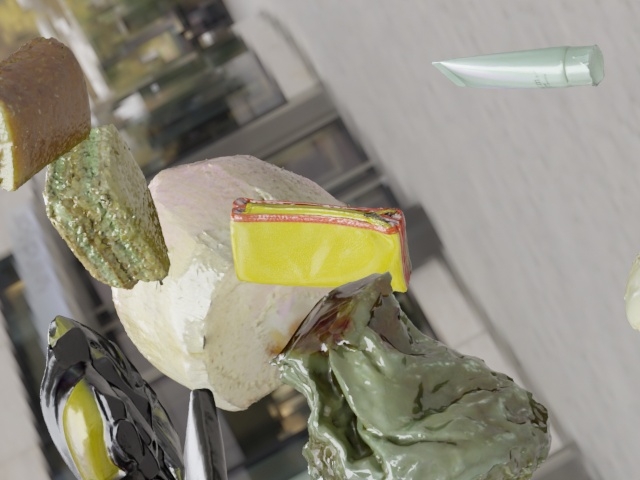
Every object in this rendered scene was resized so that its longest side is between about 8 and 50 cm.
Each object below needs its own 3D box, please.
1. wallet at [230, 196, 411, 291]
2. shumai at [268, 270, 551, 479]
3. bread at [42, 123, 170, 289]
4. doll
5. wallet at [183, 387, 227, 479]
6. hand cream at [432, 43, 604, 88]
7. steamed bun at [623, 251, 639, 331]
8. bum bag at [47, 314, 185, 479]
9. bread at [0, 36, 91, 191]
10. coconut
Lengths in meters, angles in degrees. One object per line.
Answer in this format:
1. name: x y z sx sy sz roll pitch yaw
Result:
1. wallet: 0.000 0.000 2.172 0.141 0.241 0.067 82 -163 -47
2. shumai: 0.075 0.153 1.441 0.261 0.225 0.222 74 173 -65
3. bread: -0.272 -0.036 2.059 0.196 0.102 0.138 61 -163 -46
4. doll: -0.165 0.190 1.346 0.088 0.127 0.249 -41 -69 -49
5. wallet: -0.149 0.386 2.150 0.377 0.051 0.197 -104 19 -54
6. hand cream: 0.240 -0.207 1.946 0.078 0.204 0.050 27 -113 -54
7. steamed bun: 0.435 0.029 1.691 0.170 0.153 0.238 23 152 -16
8. bum bag: -0.213 0.161 1.695 0.232 0.060 0.107 56 180 -28
9. bread: -0.345 -0.146 1.848 0.172 0.103 0.132 -48 -43 -53
10. coconut: -0.144 0.051 2.541 0.405 0.404 0.404 61 178 4
